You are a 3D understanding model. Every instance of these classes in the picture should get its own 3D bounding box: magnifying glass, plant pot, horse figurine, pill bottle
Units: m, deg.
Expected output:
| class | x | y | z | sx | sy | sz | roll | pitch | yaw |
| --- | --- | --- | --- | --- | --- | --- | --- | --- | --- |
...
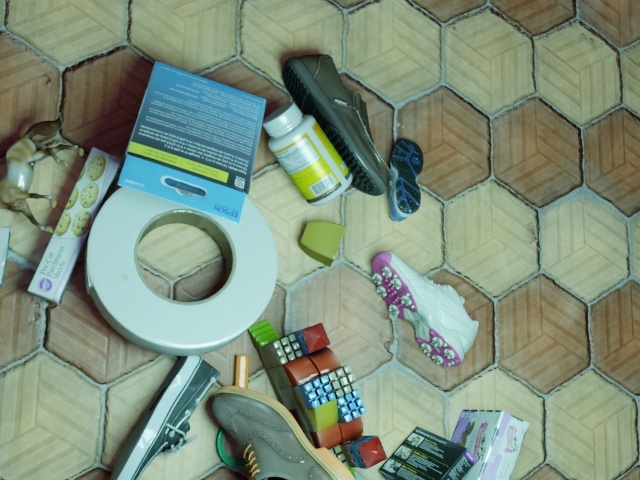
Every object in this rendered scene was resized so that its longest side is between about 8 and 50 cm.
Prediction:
| class | x | y | z | sx | sy | sz | roll | pitch | yaw |
| --- | --- | --- | --- | --- | --- | --- | --- | --- | --- |
| magnifying glass | -0.168 | 0.355 | 1.828 | 0.092 | 0.026 | 0.230 | 5 | 81 | -15 |
| plant pot | 0.000 | 0.000 | 1.913 | 0.083 | 0.081 | 0.081 | 20 | 75 | 0 |
| horse figurine | -0.583 | -0.132 | 1.752 | 0.175 | 0.066 | 0.263 | 15 | 82 | 16 |
| pill bottle | -0.032 | -0.188 | 1.888 | 0.117 | 0.117 | 0.215 | -42 | 110 | -19 |

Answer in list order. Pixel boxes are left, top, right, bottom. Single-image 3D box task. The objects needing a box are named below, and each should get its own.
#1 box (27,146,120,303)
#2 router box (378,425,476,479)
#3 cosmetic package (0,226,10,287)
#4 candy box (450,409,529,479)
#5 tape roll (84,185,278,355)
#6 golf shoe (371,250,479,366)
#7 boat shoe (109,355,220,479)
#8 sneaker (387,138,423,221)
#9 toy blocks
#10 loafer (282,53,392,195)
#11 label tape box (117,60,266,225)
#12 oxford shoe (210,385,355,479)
| class | x | y | z | sx | sy | sz | roll | pitch | yaw |
| --- | --- | --- | --- | --- | --- | --- | --- | --- | --- |
| box | -0.496 | -0.031 | 1.776 | 0.067 | 0.063 | 0.323 | 24 | 75 | -10 |
| router box | 0.222 | 0.472 | 1.837 | 0.133 | 0.179 | 0.046 | -44 | 113 | -18 |
| cosmetic package | -0.726 | 0.021 | 1.690 | 0.231 | 0.085 | 0.117 | 10 | 78 | -17 |
| candy box | 0.345 | 0.449 | 1.870 | 0.070 | 0.196 | 0.164 | 28 | 73 | -10 |
| tape roll | -0.282 | 0.043 | 1.787 | 0.392 | 0.072 | 0.391 | 6 | 68 | -16 |
| golf shoe | 0.235 | 0.133 | 1.951 | 0.140 | 0.115 | 0.306 | -42 | 100 | -29 |
| boat shoe | -0.302 | 0.371 | 1.740 | 0.105 | 0.113 | 0.306 | 37 | 57 | -13 |
| sneaker | 0.184 | -0.138 | 1.995 | 0.080 | 0.081 | 0.211 | 17 | 58 | -12 |
| toy blocks | -0.001 | 0.319 | 1.752 | 0.191 | 0.261 | 0.381 | -21 | 85 | -21 |
| loafer | 0.062 | -0.270 | 1.947 | 0.130 | 0.134 | 0.365 | -32 | 90 | -19 |
| label tape box | -0.263 | -0.178 | 1.781 | 0.249 | 0.115 | 0.347 | 18 | 52 | -14 |
| oxford shoe | -0.099 | 0.409 | 1.681 | 0.364 | 0.129 | 0.133 | 32 | 40 | 29 |
